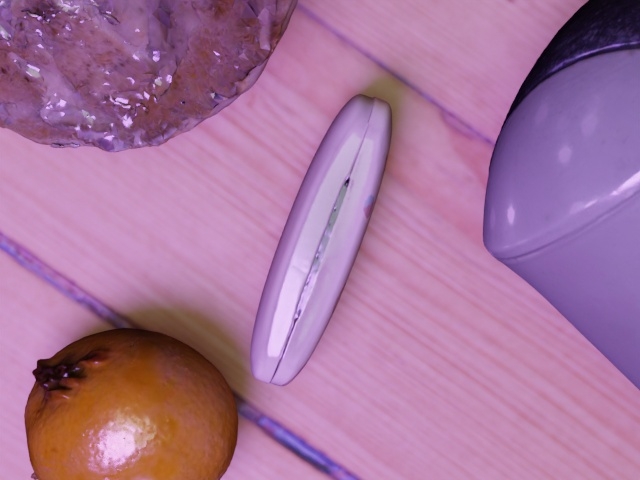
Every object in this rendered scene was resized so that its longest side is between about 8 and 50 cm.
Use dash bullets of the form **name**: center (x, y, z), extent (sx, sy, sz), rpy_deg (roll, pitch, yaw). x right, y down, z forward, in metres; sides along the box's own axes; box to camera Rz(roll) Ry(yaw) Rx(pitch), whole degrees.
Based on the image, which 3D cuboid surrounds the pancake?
- **pancake**: center (-0.185, -0.214, 0.927), extent (0.387, 0.082, 0.386), rpy_deg (10, 129, 12)

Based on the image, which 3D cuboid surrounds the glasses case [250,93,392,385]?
- **glasses case**: center (0.000, 0.000, 1.030), extent (0.051, 0.081, 0.204), rpy_deg (20, 98, -2)

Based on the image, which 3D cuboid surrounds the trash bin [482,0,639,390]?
- **trash bin**: center (0.303, 0.018, 0.930), extent (0.280, 0.280, 0.432), rpy_deg (-43, 97, 5)

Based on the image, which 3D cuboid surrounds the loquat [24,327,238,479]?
- **loquat**: center (-0.125, 0.123, 1.018), extent (0.141, 0.141, 0.141), rpy_deg (0, 96, 1)
